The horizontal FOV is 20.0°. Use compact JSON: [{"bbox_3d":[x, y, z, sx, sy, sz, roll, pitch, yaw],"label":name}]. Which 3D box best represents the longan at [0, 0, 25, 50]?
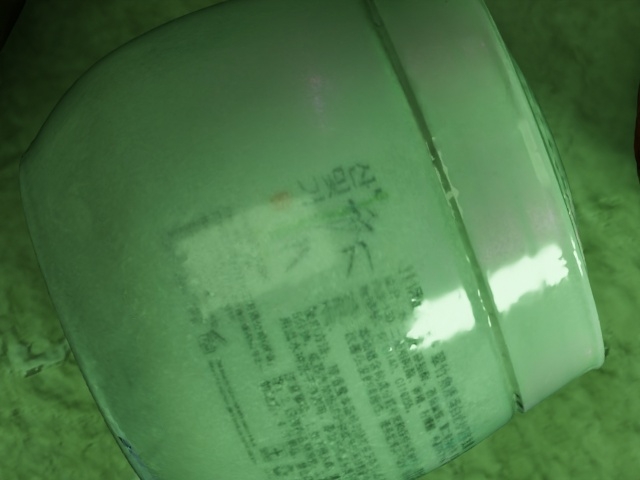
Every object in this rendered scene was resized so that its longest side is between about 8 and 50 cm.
[{"bbox_3d":[-0.339,-0.232,0.972,0.404,0.404,0.435,0,85,10],"label":"longan"}]

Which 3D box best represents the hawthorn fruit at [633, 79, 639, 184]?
[{"bbox_3d":[0.279,-0.105,0.966,0.242,0.242,0.271,-6,57,9],"label":"hawthorn fruit"}]

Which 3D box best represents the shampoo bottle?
[{"bbox_3d":[0.000,0.000,0.964,0.266,0.273,0.273,-21,84,0],"label":"shampoo bottle"}]
